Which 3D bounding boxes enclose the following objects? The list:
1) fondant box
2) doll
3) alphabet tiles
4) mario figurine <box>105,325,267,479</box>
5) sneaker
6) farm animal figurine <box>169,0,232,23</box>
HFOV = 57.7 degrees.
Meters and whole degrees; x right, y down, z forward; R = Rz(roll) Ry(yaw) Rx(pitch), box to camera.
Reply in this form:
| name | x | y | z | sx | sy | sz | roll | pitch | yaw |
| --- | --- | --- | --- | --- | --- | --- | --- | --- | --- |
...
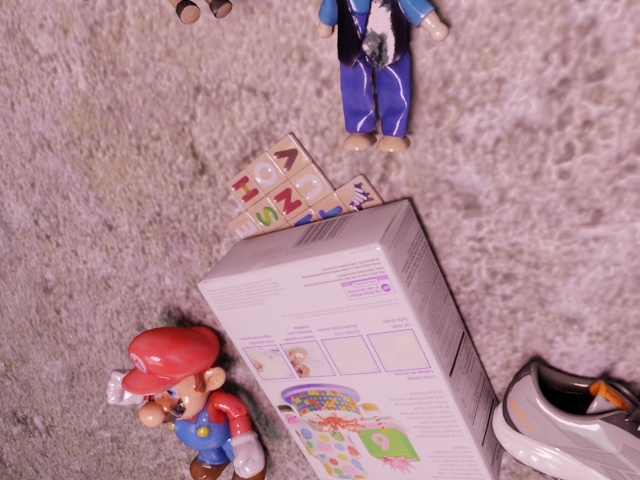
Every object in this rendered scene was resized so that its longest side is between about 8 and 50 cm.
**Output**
| name | x | y | z | sx | sy | sz | roll | pitch | yaw |
| --- | --- | --- | --- | --- | --- | --- | --- | --- | --- |
| fondant box | 0.044 | 0.137 | 0.671 | 0.238 | 0.096 | 0.330 | -13 | 115 | 33 |
| doll | 0.049 | -0.175 | 0.507 | 0.129 | 0.046 | 0.189 | 9 | 118 | 35 |
| alphabet tiles | 0.000 | 0.000 | 0.672 | 0.198 | 0.009 | 0.237 | -30 | 103 | 39 |
| mario figurine | -0.196 | 0.266 | 0.840 | 0.198 | 0.170 | 0.321 | -20 | 122 | 0 |
| sneaker | 0.314 | 0.203 | 0.577 | 0.271 | 0.100 | 0.108 | 16 | 121 | 19 |
| farm animal figurine | -0.127 | -0.325 | 0.364 | 0.172 | 0.326 | 0.330 | 51 | 125 | 15 |
